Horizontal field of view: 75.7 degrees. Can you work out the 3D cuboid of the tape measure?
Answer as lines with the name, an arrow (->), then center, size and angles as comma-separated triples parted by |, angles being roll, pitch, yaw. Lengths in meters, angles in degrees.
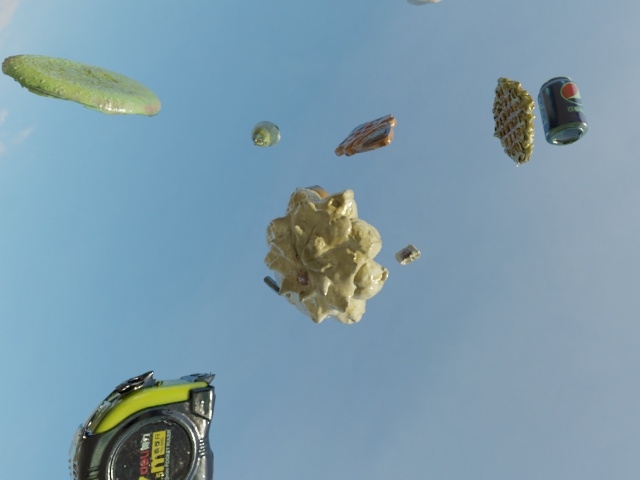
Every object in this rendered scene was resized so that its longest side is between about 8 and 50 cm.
tape measure -> -0.244, 0.283, 0.572 | 0.112, 0.186, 0.199 | -15, -108, 46

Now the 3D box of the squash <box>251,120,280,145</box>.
squash -> -0.197, -0.382, 1.475 | 0.095, 0.341, 0.094 | 1, -74, 3

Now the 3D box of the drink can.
drink can -> 0.755, -0.406, 1.293 | 0.118, 0.118, 0.204 | -13, -118, 30

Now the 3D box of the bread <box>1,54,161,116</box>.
bread -> -0.496, -0.333, 0.870 | 0.301, 0.301, 0.045 | 37, -62, 32

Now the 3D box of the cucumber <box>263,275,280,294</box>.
cucumber -> -0.157, 0.161, 1.429 | 0.133, 0.032, 0.032 | 30, -84, 52

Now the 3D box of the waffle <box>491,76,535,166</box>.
waffle -> 0.587, -0.365, 1.261 | 0.052, 0.254, 0.245 | -15, -143, 6

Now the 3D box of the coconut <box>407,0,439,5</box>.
coconut -> 0.323, -0.836, 1.243 | 0.237, 0.237, 0.197 | -8, -126, 31

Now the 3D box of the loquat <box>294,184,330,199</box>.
loquat -> -0.022, -0.111, 1.374 | 0.163, 0.163, 0.137 | 21, -121, 34

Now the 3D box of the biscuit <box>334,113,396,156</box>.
biscuit -> 0.123, -0.277, 1.091 | 0.183, 0.043, 0.280 | -36, -162, 4

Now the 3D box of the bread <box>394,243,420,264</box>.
bread -> 0.311, 0.051, 1.482 | 0.083, 0.035, 0.070 | -34, -154, 6

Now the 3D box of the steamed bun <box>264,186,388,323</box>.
steamed bun -> -0.016, 0.032, 0.840 | 0.292, 0.137, 0.295 | 38, -58, 25
